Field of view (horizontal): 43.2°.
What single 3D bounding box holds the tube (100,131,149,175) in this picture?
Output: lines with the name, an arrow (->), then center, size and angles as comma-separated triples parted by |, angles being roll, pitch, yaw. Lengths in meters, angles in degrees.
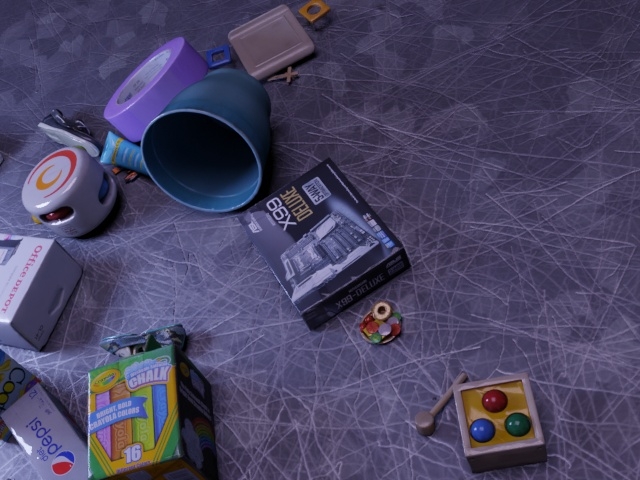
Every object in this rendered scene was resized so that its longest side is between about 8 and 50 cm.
tube -> -0.461, -0.204, 1.973 | 0.207, 0.052, 0.080 | 21, 91, 34

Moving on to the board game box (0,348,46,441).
board game box -> -0.701, 0.262, 1.597 | 0.142, 0.275, 0.144 | 17, 63, 28

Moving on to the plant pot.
plant pot -> -0.228, -0.246, 1.820 | 0.272, 0.271, 0.255 | -1, 40, 18

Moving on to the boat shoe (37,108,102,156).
boat shoe -> -0.635, -0.281, 2.082 | 0.233, 0.084, 0.079 | 26, 68, 35

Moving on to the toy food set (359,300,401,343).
toy food set -> 0.115, 0.161, 1.548 | 0.083, 0.020, 0.082 | -38, 53, -9

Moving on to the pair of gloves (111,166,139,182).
pair of gloves -> -0.471, -0.179, 1.999 | 0.074, 0.010, 0.083 | -45, 51, -13

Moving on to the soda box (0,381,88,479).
soda box -> -0.491, 0.405, 1.540 | 0.098, 0.091, 0.286 | -43, 54, -14

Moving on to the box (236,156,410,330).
box -> 0.000, 0.000, 1.666 | 0.242, 0.076, 0.307 | -32, 52, -4

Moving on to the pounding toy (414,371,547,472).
pounding toy -> 0.256, 0.287, 1.363 | 0.206, 0.094, 0.181 | -12, 53, 10

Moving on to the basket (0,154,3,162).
basket -> -0.949, -0.221, 2.135 | 0.167, 0.103, 0.113 | 13, 60, 27

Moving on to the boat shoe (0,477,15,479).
boat shoe -> -0.578, 0.491, 1.510 | 0.268, 0.096, 0.088 | 24, 63, 30

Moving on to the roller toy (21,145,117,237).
roller toy -> -0.586, -0.107, 1.902 | 0.209, 0.146, 0.191 | -49, 46, -10

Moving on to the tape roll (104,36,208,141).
tape roll -> -0.404, -0.372, 1.990 | 0.275, 0.090, 0.274 | -32, 30, 22

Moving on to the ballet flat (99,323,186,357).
ballet flat -> -0.365, 0.217, 1.651 | 0.188, 0.070, 0.070 | -13, 53, 14

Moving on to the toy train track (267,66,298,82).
toy train track -> -0.093, -0.409, 2.030 | 0.083, 0.014, 0.048 | -7, 61, 21

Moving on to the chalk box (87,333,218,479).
chalk box -> -0.309, 0.317, 1.486 | 0.179, 0.180, 0.289 | -18, 51, 6

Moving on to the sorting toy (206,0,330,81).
sorting toy -> -0.124, -0.504, 2.088 | 0.348, 0.047, 0.196 | -28, 56, -1

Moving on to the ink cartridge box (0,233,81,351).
ink cartridge box -> -0.728, 0.104, 1.812 | 0.306, 0.131, 0.226 | 4, 57, 23
